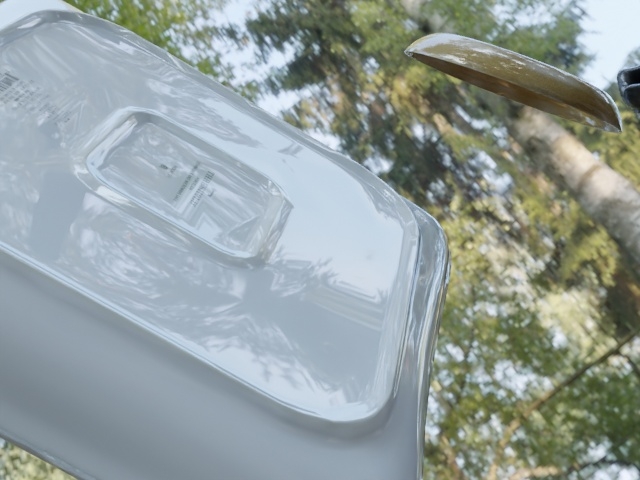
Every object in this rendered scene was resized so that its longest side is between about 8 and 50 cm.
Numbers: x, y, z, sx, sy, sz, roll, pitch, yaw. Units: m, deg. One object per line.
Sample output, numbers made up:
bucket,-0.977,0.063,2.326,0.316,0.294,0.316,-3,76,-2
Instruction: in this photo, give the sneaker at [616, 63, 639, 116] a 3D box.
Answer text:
sneaker,0.205,-0.127,0.505,0.074,0.063,0.170,14,-59,-8

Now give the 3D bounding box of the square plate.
square plate,-0.078,-0.013,0.517,0.344,0.347,0.049,30,-63,-5

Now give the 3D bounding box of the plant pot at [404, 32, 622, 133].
plant pot,0.201,-0.166,1.022,0.236,0.236,0.032,16,-81,-36
